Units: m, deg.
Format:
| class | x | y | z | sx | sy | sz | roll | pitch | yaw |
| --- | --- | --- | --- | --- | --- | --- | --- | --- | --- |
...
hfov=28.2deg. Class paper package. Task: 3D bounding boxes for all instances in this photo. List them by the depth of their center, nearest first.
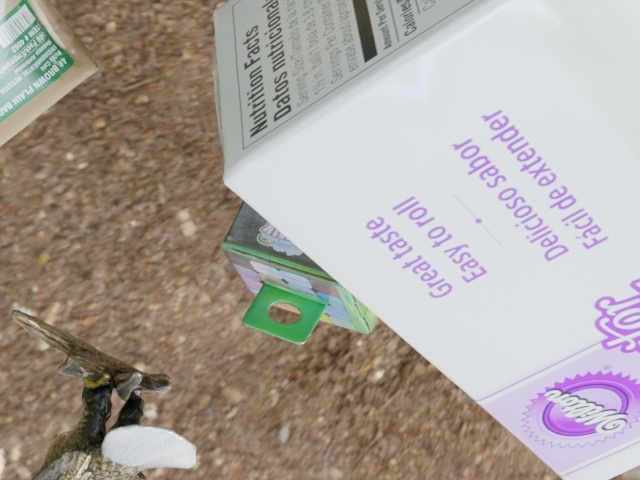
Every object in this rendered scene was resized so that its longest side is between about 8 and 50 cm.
| class | x | y | z | sx | sy | sz | roll | pitch | yaw |
| --- | --- | --- | --- | --- | --- | --- | --- | --- | --- |
| paper package | -0.460 | -0.199 | 1.440 | 0.325 | 0.309 | 0.168 | -40 | 130 | -6 |

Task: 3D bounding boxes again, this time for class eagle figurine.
| class | x | y | z | sx | sy | sz | roll | pitch | yaw |
| --- | --- | --- | --- | --- | --- | --- | --- | --- | --- |
| eagle figurine | -0.257 | 0.253 | 1.272 | 0.226 | 0.225 | 0.298 | 25 | 84 | 8 |

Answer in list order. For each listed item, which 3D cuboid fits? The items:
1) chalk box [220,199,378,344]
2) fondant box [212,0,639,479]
| class | x | y | z | sx | sy | sz | roll | pitch | yaw |
| --- | --- | --- | --- | --- | --- | --- | --- | --- | --- |
| chalk box | 0.000 | 0.000 | 1.205 | 0.132 | 0.132 | 0.213 | 18 | 71 | 19 |
| fondant box | 0.164 | -0.064 | 0.425 | 0.330 | 0.096 | 0.238 | -30 | 132 | 22 |
